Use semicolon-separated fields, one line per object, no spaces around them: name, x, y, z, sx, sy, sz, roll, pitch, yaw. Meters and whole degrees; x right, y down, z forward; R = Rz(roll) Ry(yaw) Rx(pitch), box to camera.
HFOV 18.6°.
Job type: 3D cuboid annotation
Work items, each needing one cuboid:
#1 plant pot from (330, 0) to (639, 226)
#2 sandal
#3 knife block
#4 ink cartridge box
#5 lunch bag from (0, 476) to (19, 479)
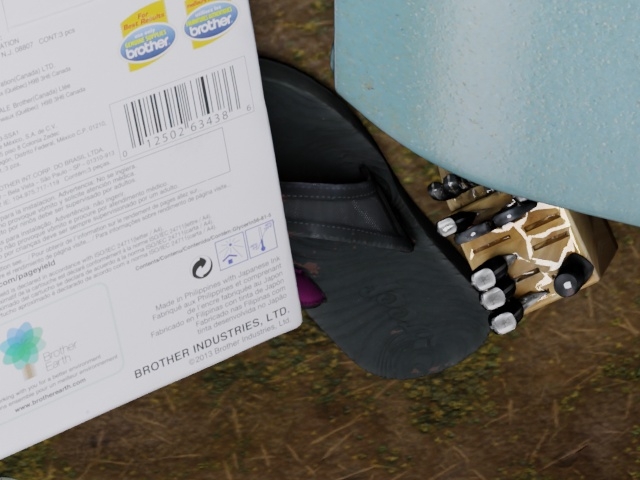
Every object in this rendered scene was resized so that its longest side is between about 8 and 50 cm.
plant pot;0.139;-0.182;1.317;0.252;0.248;0.247;6;137;8
sandal;0.003;0.000;1.566;0.167;0.107;0.446;-32;133;21
knife block;0.169;0.017;1.521;0.088;0.242;0.276;-24;136;15
ink cartridge box;-0.180;-0.087;1.291;0.270;0.151;0.395;-23;123;-24
lunch bag;-0.284;0.406;1.807;0.169;0.287;0.235;23;127;-31
